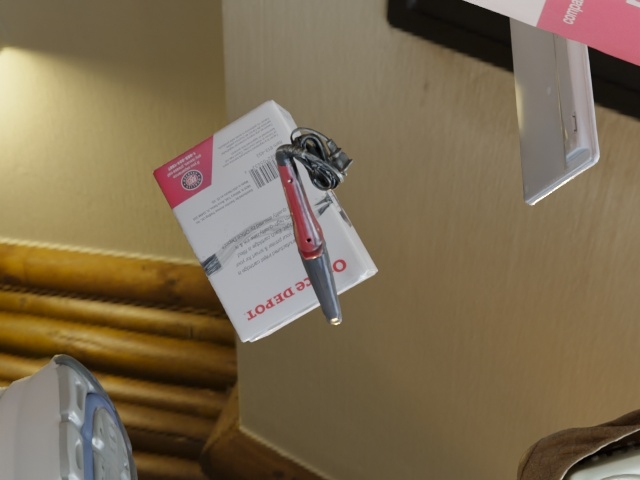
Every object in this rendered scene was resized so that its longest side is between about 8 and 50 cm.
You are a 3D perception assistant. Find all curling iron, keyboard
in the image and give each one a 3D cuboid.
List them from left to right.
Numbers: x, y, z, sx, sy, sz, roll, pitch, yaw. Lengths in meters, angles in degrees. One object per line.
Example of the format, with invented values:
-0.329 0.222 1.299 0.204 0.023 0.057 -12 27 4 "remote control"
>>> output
0.000 0.000 0.943 0.068 0.274 0.035 15 -130 18 "curling iron"
0.127 -0.151 0.551 0.014 0.072 0.255 3 -108 -11 "keyboard"

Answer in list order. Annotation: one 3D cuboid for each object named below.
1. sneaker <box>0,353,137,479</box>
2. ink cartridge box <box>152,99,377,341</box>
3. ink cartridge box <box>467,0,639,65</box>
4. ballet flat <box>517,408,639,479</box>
-0.141 0.193 0.382 0.129 0.111 0.297 -12 -129 4 "sneaker"
-0.064 -0.020 1.145 0.172 0.100 0.237 -30 -97 9 "ink cartridge box"
0.051 -0.214 0.353 0.283 0.117 0.207 22 -101 7 "ink cartridge box"
0.371 0.216 0.979 0.343 0.116 0.124 -19 -167 9 "ballet flat"
